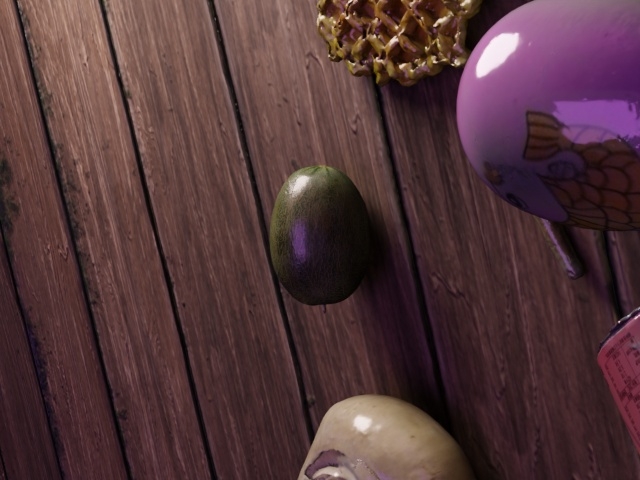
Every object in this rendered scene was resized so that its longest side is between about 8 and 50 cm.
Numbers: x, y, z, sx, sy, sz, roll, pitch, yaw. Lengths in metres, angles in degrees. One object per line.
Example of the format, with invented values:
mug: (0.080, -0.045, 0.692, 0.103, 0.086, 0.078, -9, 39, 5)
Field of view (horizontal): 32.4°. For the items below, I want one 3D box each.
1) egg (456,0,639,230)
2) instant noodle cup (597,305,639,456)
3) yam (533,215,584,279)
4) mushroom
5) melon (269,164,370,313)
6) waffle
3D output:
egg: (0.234, -0.104, 0.864, 0.271, 0.196, 0.196, -7, 97, 45)
instant noodle cup: (0.341, 0.154, 0.823, 0.244, 0.243, 0.255, -53, 54, 44)
yam: (0.217, -0.015, 1.044, 0.021, 0.021, 0.116, -42, 69, 47)
mushroom: (0.056, 0.291, 1.194, 0.246, 0.202, 0.246, 5, 97, 53)
melon: (0.000, 0.000, 1.228, 0.114, 0.114, 0.168, 8, 107, 48)
waffle: (0.072, -0.277, 1.104, 0.254, 0.052, 0.245, 6, 108, 49)
